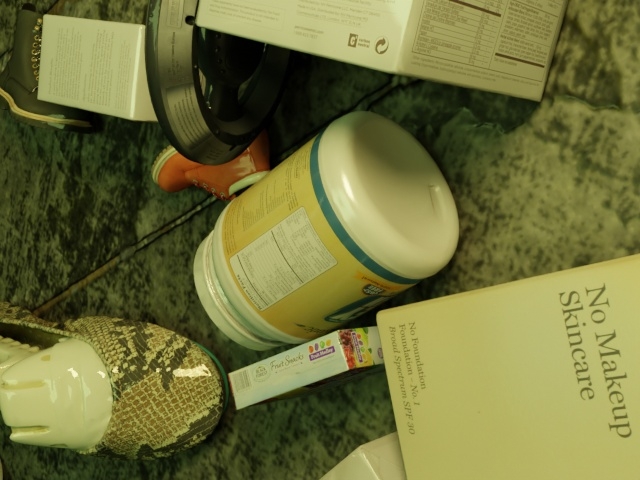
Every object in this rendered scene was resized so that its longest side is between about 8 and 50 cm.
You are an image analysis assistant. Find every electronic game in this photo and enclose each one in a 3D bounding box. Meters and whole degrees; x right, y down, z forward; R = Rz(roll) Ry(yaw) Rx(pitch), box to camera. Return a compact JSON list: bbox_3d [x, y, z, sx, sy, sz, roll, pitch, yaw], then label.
[{"bbox_3d":[-0.079,-0.177,0.732,0.048,0.229,0.229,13,101,20],"label":"electronic game"}]

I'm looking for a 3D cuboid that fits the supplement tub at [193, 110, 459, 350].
[{"bbox_3d":[0.000,0.000,0.722,0.199,0.144,0.144,-34,70,37],"label":"supplement tub"}]

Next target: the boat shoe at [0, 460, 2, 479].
[{"bbox_3d":[-0.531,0.308,1.227,0.254,0.095,0.079,49,119,30],"label":"boat shoe"}]

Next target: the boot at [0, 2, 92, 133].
[{"bbox_3d":[-0.339,-0.214,1.058,0.198,0.077,0.137,25,102,36],"label":"boot"}]

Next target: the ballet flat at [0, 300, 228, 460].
[{"bbox_3d":[-0.327,0.161,0.987,0.482,0.182,0.164,5,94,40],"label":"ballet flat"}]

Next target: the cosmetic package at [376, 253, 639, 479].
[{"bbox_3d":[0.200,0.092,0.574,0.309,0.113,0.160,-18,80,41],"label":"cosmetic package"}]

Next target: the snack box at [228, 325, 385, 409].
[{"bbox_3d":[0.002,0.110,0.752,0.141,0.100,0.037,-26,74,39],"label":"snack box"}]

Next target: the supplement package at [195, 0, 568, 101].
[{"bbox_3d":[0.066,-0.256,0.618,0.199,0.198,0.263,23,107,38],"label":"supplement package"}]

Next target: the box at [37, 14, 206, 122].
[{"bbox_3d":[-0.190,-0.174,0.888,0.170,0.130,0.091,17,103,40],"label":"box"}]

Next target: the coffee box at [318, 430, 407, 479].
[{"bbox_3d":[0.021,0.307,0.732,0.297,0.119,0.168,-46,64,32],"label":"coffee box"}]

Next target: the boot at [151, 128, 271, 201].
[{"bbox_3d":[-0.111,-0.068,0.875,0.158,0.059,0.085,-23,82,38],"label":"boot"}]
